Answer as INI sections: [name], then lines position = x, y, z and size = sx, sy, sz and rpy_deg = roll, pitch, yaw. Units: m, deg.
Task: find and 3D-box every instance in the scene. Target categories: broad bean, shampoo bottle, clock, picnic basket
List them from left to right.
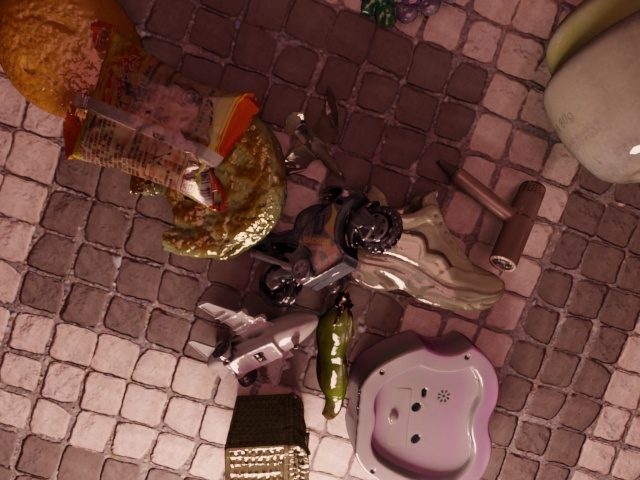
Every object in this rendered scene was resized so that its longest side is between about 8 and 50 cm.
[picnic basket]
position = -0.094, 0.395, 0.854
size = 0.154, 0.196, 0.134
rpy_deg = 1, 96, -5
[broad bean]
position = 0.024, 0.224, 0.874
size = 0.061, 0.077, 0.339
rpy_deg = -23, 129, -33
[clock]
position = 0.218, 0.352, 0.922
size = 0.339, 0.102, 0.338
rpy_deg = -1, 97, -5
[shampoo bottle]
position = 0.560, -0.264, 0.758
size = 0.322, 0.322, 0.317
rpy_deg = -11, 77, -3

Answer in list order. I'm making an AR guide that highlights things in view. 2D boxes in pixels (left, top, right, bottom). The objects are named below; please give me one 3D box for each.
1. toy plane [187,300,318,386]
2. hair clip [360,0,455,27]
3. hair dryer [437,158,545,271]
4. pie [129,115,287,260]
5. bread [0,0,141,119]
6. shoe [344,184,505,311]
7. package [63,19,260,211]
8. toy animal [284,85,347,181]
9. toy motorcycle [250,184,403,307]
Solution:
[toy plane]
position = -0.117, 0.199, 0.845
size = 0.255, 0.101, 0.251
rpy_deg = -22, 120, 19
[hair clip]
position = 0.167, -0.476, 0.853
size = 0.195, 0.052, 0.124
rpy_deg = -14, 88, 6
[hair dryer]
position = 0.313, -0.072, 0.876
size = 0.220, 0.053, 0.195
rpy_deg = 30, 67, 1
[pie]
position = -0.200, -0.106, 0.823
size = 0.303, 0.067, 0.302
rpy_deg = 1, 94, 11
[bread]
position = -0.421, -0.323, 0.770
size = 0.240, 0.139, 0.240
rpy_deg = -1, 97, -4
[shoe]
position = 0.207, 0.007, 0.864
size = 0.342, 0.132, 0.210
rpy_deg = 15, 98, -3
[package]
position = -0.255, -0.191, 0.722
size = 0.288, 0.108, 0.223
rpy_deg = 19, 98, -14
[toy animal]
position = -0.009, -0.166, 0.843
size = 0.219, 0.095, 0.155
rpy_deg = -45, 88, 3
[toy motorcycle]
position = 0.000, 0.000, 0.807
size = 0.307, 0.108, 0.173
rpy_deg = -29, 58, 23
